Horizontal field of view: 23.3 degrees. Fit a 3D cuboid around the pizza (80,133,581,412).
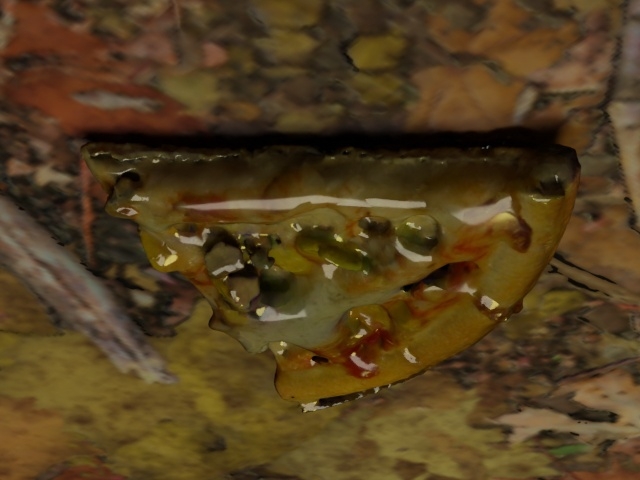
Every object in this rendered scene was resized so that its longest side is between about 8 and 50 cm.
[{"bbox_3d":[0.000,0.000,0.563,0.176,0.036,0.185,27,138,-31],"label":"pizza"}]
